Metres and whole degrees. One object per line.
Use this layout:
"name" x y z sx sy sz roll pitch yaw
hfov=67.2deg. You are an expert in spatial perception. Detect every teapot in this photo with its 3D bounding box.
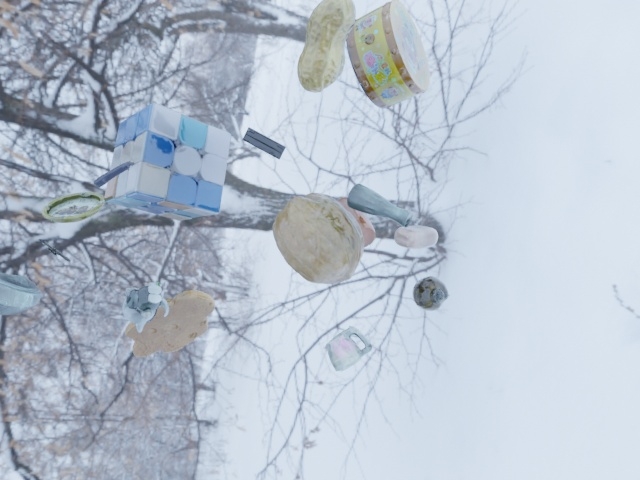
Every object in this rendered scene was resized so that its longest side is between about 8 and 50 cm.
"teapot" 0.134 0.557 2.489 0.221 0.163 0.178 -35 80 24

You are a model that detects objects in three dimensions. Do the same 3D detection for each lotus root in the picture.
"lotus root" 0.378 0.184 1.668 0.209 0.120 0.120 110 168 -88

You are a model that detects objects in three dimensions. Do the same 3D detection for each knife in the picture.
"knife" -1.001 0.046 1.825 0.021 0.045 0.222 -52 -12 -17
"knife" -0.487 -0.159 1.137 0.121 0.018 0.031 -24 33 22

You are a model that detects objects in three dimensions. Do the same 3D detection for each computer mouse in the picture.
"computer mouse" -0.904 0.157 1.358 0.126 0.231 0.071 -47 58 6

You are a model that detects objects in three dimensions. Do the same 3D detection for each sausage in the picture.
"sausage" 0.134 -0.083 1.996 0.304 0.121 0.121 -112 32 -56

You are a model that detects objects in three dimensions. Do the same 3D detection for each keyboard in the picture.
"keyboard" -0.251 -0.433 2.141 0.067 0.202 0.011 -62 -13 10

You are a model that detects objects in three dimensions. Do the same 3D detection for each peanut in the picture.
"peanut" 0.018 -0.600 1.473 0.149 0.149 0.313 -99 23 -52

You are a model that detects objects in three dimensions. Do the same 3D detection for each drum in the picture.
"drum" 0.310 -0.818 2.137 0.214 0.431 0.432 -15 59 33

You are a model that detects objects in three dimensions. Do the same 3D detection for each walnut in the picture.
"walnut" 0.003 -0.002 1.716 0.344 0.306 0.306 53 156 6

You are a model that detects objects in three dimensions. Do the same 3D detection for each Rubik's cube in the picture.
"Rubik's cube" -0.602 -0.290 1.903 0.344 0.346 0.347 -6 76 48

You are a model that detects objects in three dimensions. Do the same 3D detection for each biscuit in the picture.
"biscuit" -0.555 0.312 1.788 0.376 0.269 0.051 -39 47 10

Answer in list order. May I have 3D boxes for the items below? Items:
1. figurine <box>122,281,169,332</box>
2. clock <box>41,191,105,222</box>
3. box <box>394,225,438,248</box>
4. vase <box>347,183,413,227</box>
"figurine" -0.529 0.193 1.441 0.192 0.126 0.147 -34 65 39
"clock" -0.975 -0.123 1.916 0.237 0.236 0.057 -104 8 -58
"box" 0.405 -0.015 2.036 0.146 0.200 0.088 14 106 46
"vase" 0.196 -0.109 1.569 0.086 0.214 0.086 -43 -32 -36
